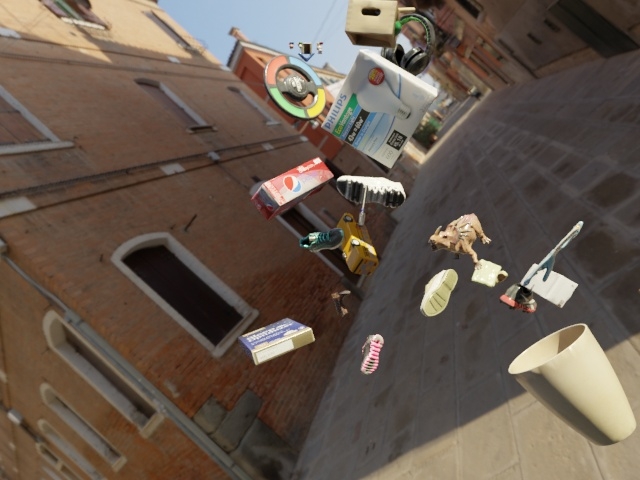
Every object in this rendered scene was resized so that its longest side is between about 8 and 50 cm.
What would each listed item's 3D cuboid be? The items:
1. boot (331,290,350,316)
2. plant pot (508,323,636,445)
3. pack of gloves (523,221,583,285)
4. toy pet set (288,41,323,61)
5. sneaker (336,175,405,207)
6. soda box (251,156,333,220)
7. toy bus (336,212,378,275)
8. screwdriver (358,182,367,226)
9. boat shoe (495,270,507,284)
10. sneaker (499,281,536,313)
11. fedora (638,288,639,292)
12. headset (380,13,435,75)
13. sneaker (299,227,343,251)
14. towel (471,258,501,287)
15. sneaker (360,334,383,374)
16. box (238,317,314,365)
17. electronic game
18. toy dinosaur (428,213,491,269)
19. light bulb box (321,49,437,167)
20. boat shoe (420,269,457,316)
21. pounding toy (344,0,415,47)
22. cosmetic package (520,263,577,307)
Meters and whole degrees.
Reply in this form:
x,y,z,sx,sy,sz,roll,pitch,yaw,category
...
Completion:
x,y,z,sx,sy,sz,roll,pitch,yaw,category
0.108,0.291,1.846,0.106,0.114,0.037,-16,4,39,boot
0.744,0.426,1.160,0.256,0.274,0.256,-33,-16,-10,plant pot
0.699,0.049,1.192,0.195,0.046,0.232,-13,-40,-51,pack of gloves
-0.057,-0.699,1.499,0.114,0.122,0.065,-114,22,-64,toy pet set
0.212,-0.220,1.708,0.118,0.292,0.110,-75,-3,-48,sneaker
-0.081,-0.161,1.226,0.263,0.083,0.092,-35,-4,-43,soda box
0.173,0.010,1.979,0.332,0.130,0.108,-102,32,-47,toy bus
0.152,-0.127,1.442,0.025,0.024,0.169,-24,53,53,screwdriver
0.888,0.201,2.038,0.045,0.050,0.135,-33,-18,-32,boat shoe
0.974,0.272,1.935,0.098,0.276,0.135,41,109,50,sneaker
1.143,0.155,1.293,0.194,0.079,0.194,-19,-14,-5,fedora
0.377,-0.841,1.885,0.185,0.243,0.394,-18,-52,-47,headset
0.000,0.000,1.281,0.166,0.065,0.076,-22,-21,39,sneaker
0.798,0.158,1.945,0.148,0.110,0.027,-52,-33,-32,towel
0.140,0.330,1.172,0.057,0.047,0.119,-4,58,58,sneaker
-0.116,0.230,0.955,0.136,0.036,0.225,-18,2,-21,box
-0.079,-0.493,1.303,0.229,0.229,0.048,-48,14,-34,electronic game
0.515,-0.030,1.446,0.127,0.200,0.295,-1,37,42,toy dinosaur
0.254,-0.575,1.754,0.358,0.361,0.225,-60,0,28,light bulb box
0.589,0.273,2.058,0.302,0.113,0.103,-44,12,-29,boat shoe
0.145,-0.526,0.963,0.130,0.141,0.100,-35,-46,-72,pounding toy
0.959,0.186,1.707,0.117,0.086,0.231,-60,1,7,cosmetic package
